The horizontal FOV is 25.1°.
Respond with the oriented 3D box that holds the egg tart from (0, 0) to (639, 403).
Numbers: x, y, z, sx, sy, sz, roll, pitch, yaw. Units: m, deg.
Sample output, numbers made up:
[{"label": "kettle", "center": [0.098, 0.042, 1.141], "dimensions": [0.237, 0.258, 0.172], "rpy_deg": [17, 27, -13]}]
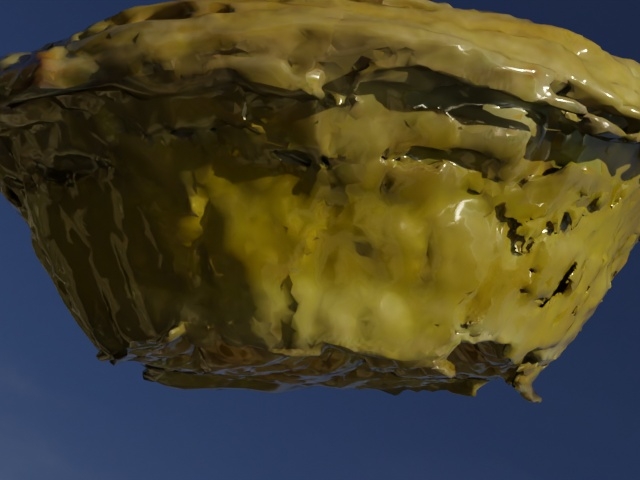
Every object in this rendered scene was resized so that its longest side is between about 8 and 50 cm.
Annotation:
[{"label": "egg tart", "center": [0.000, 0.000, 0.564], "dimensions": [0.315, 0.120, 0.315], "rpy_deg": [3, -11, 1]}]
